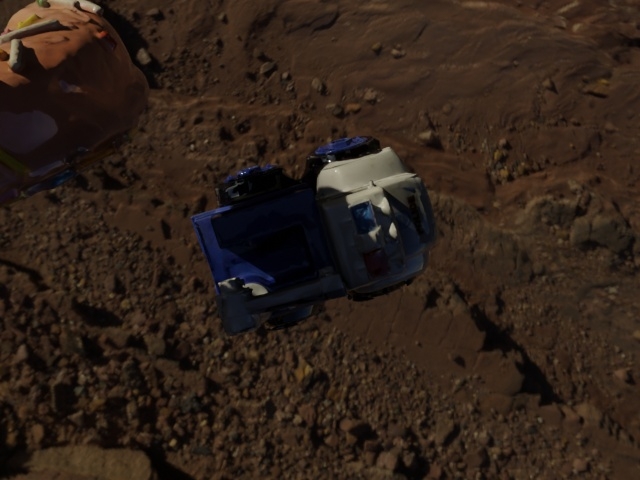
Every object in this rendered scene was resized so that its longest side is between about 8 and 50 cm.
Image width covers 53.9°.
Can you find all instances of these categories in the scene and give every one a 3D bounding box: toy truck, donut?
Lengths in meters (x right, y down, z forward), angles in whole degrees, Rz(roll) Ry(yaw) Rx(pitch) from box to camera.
[{"bbox_3d":[0.000,0.000,0.563,0.213,0.177,0.161,-18,99,-5],"label":"toy truck"},{"bbox_3d":[-0.224,-0.086,0.396,0.233,0.199,0.085,-28,129,-23],"label":"donut"}]
